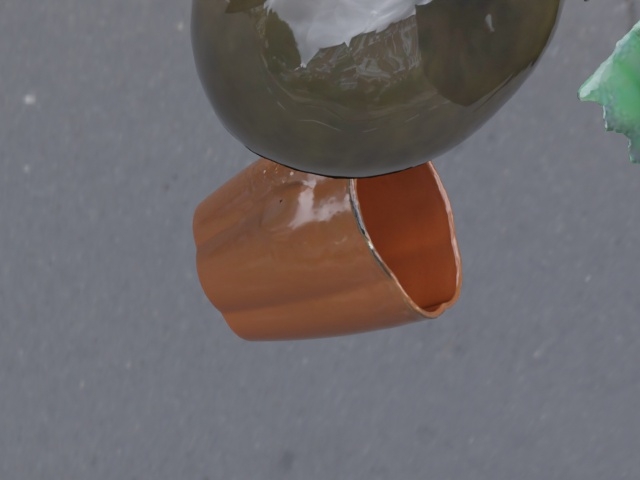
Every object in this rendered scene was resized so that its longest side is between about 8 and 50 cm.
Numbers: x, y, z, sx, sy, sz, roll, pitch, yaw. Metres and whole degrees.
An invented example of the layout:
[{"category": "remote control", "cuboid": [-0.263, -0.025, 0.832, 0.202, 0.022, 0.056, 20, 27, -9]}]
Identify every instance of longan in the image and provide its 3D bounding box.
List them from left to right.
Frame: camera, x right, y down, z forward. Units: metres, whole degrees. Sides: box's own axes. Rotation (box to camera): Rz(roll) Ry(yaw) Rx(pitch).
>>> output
[{"category": "longan", "cuboid": [0.027, -0.129, 0.990, 0.212, 0.198, 0.198, -42, 78, -12]}]

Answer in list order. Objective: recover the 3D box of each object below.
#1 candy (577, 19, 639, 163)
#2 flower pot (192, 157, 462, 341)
[{"category": "candy", "cuboid": [0.325, -0.012, 0.905, 0.263, 0.398, 0.172, 42, 82, -22]}, {"category": "flower pot", "cuboid": [0.000, 0.000, 1.496, 0.173, 0.191, 0.190, -22, 62, 26]}]
